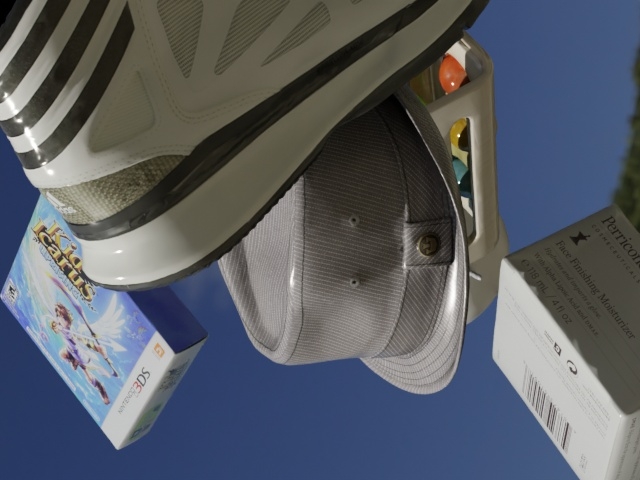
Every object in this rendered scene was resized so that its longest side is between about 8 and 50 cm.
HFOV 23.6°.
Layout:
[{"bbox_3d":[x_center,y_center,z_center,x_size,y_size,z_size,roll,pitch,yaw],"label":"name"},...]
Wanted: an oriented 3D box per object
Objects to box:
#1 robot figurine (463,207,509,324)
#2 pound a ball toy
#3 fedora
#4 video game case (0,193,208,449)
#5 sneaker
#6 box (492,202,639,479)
[{"bbox_3d":[0.105,-0.003,2.038,0.300,0.353,0.200,8,-73,-52],"label":"robot figurine"},{"bbox_3d":[0.097,-0.138,1.573,0.135,0.208,0.319,-29,-36,-14],"label":"pound a ball toy"},{"bbox_3d":[0.000,0.000,1.162,0.124,0.243,0.275,-15,-58,-29],"label":"fedora"},{"bbox_3d":[-0.279,0.093,1.917,0.061,0.269,0.244,-29,-19,-40],"label":"video game case"},{"bbox_3d":[-0.047,-0.201,0.995,0.447,0.169,0.257,-49,-57,-31],"label":"sneaker"},{"bbox_3d":[0.249,0.101,1.332,0.119,0.181,0.182,-26,-31,-14],"label":"box"}]
